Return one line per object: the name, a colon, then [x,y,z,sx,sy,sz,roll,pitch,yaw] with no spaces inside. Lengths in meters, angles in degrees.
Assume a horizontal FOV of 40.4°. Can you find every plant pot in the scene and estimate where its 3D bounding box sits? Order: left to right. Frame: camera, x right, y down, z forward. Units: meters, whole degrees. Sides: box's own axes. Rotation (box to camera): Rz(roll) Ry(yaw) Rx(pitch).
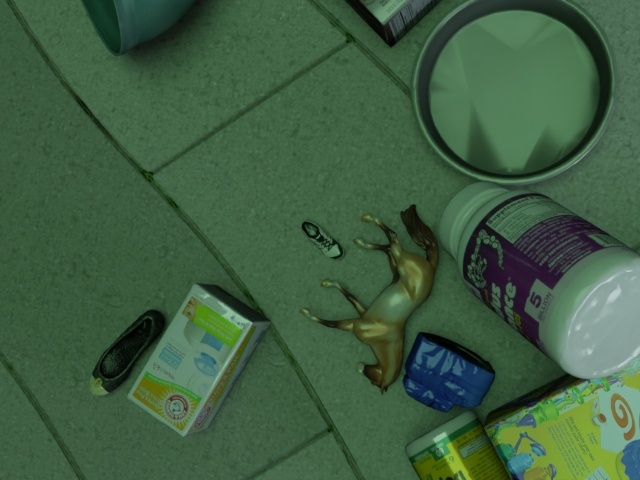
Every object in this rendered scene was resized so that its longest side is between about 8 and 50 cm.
plant pot: [-0.272,-0.453,1.324,0.196,0.293,0.293,-24,80,-17]

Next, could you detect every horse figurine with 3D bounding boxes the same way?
horse figurine: [0.095,0.074,1.290,0.174,0.066,0.263,35,94,14]

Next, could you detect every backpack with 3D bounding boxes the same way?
backpack: [0.183,0.194,1.249,0.120,0.098,0.101,23,96,1]

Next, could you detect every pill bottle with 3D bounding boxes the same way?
pill bottle: [0.215,0.352,1.210,0.117,0.117,0.208,-32,76,8]
pill bottle: [0.284,0.035,1.136,0.169,0.169,0.301,-51,36,5]

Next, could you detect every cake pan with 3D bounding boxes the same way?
cake pan: [0.281,-0.223,1.278,0.293,0.054,0.293,-1,85,12]

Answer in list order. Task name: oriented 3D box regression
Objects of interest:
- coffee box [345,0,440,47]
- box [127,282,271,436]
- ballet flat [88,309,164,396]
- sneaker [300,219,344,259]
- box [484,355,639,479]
coffee box: [0.152,-0.459,1.291,0.297,0.119,0.168,-42,80,6]
box: [-0.183,0.181,1.324,0.114,0.103,0.203,32,93,13]
ballet flat: [-0.314,0.176,1.382,0.057,0.049,0.173,40,95,13]
sneaker: [0.000,0.000,1.332,0.083,0.037,0.032,39,93,11]
box: [0.409,0.306,1.146,0.279,0.177,0.290,-28,80,9]
